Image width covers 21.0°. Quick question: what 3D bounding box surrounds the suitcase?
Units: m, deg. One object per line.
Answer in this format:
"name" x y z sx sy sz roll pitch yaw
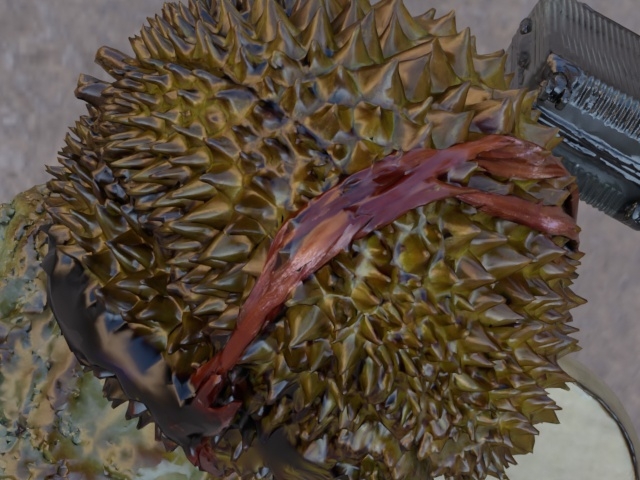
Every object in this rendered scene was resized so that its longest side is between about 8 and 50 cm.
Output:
"suitcase" 0.284 -0.138 1.802 0.202 0.128 0.312 28 25 -6

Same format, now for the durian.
"durian" -0.003 0.003 1.117 0.384 0.347 0.347 42 60 3

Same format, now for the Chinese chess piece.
"Chinese chess piece" 0.157 0.210 1.502 0.250 0.103 0.249 0 96 -2

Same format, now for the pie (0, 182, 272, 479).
"pie" -0.118 0.099 1.422 0.418 0.180 0.395 1 42 11
